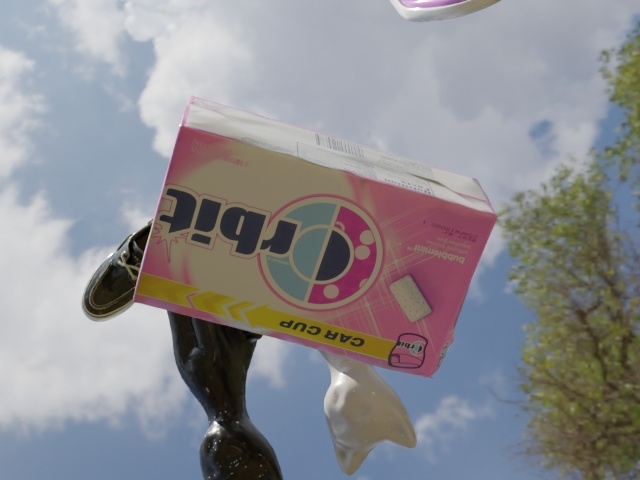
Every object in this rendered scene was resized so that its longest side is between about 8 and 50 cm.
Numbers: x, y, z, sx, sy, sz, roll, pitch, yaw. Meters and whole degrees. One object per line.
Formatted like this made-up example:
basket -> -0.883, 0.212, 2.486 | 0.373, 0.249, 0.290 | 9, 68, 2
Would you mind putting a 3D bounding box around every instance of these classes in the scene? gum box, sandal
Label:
gum box -> 0.000, 0.000, 0.556 | 0.188, 0.062, 0.107 | 15, -68, -9
sandal -> 0.189, -0.470, 1.719 | 0.169, 0.416, 0.102 | -28, -64, -6

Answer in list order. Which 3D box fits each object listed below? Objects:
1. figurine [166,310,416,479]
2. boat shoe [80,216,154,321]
figurine -> -0.027, 0.104, 0.811 | 0.092, 0.214, 0.210 | 21, -129, -53
boat shoe -> -0.276, 0.028, 1.454 | 0.077, 0.070, 0.219 | 41, -103, 3
